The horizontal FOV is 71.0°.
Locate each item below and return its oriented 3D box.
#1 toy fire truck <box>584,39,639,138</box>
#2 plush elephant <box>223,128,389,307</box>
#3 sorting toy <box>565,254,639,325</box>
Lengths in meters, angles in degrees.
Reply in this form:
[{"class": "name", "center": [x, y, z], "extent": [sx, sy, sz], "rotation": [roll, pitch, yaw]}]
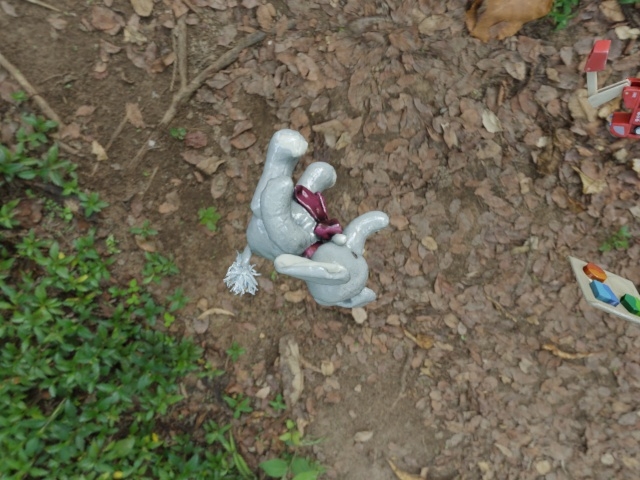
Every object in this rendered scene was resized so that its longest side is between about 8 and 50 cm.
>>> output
[{"class": "toy fire truck", "center": [0.591, -0.294, 0.895], "extent": [0.135, 0.047, 0.192], "rotation": [14, 144, 26]}, {"class": "plush elephant", "center": [0.000, 0.000, 0.827], "extent": [0.256, 0.272, 0.329], "rotation": [26, 84, 18]}, {"class": "sorting toy", "center": [0.852, 0.154, 1.246], "extent": [0.308, 0.229, 0.041], "rotation": [22, 124, -4]}]
